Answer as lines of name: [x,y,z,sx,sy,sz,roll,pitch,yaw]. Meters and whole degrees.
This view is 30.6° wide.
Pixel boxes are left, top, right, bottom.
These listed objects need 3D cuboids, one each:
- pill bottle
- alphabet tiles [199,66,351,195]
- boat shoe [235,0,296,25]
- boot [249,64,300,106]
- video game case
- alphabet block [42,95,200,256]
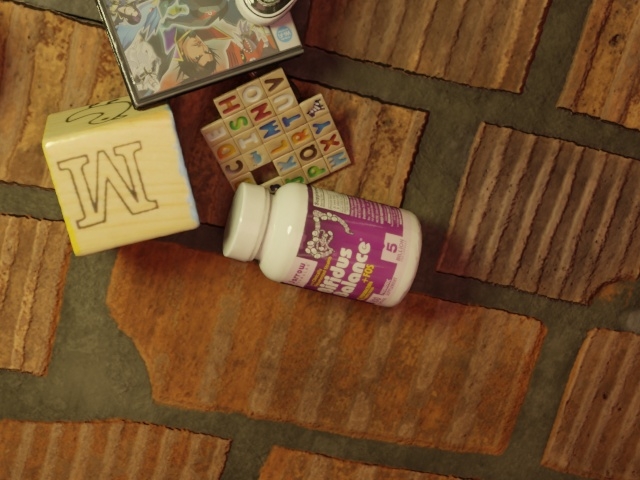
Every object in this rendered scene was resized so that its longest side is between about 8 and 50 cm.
pill bottle: [0.000,0.000,1.917,0.301,0.169,0.169,13,106,-14]
alphabet tiles: [-0.074,-0.165,1.882,0.198,0.009,0.237,-25,134,1]
boat shoe: [-0.029,-0.463,1.730,0.113,0.105,0.306,33,80,-13]
boot: [-0.088,-0.312,1.840,0.219,0.082,0.106,42,100,-18]
video game case: [-0.191,-0.356,1.758,0.274,0.035,0.248,-20,93,-14]
alphabet block: [-0.307,-0.109,1.816,0.197,0.192,0.194,-14,109,-6]
